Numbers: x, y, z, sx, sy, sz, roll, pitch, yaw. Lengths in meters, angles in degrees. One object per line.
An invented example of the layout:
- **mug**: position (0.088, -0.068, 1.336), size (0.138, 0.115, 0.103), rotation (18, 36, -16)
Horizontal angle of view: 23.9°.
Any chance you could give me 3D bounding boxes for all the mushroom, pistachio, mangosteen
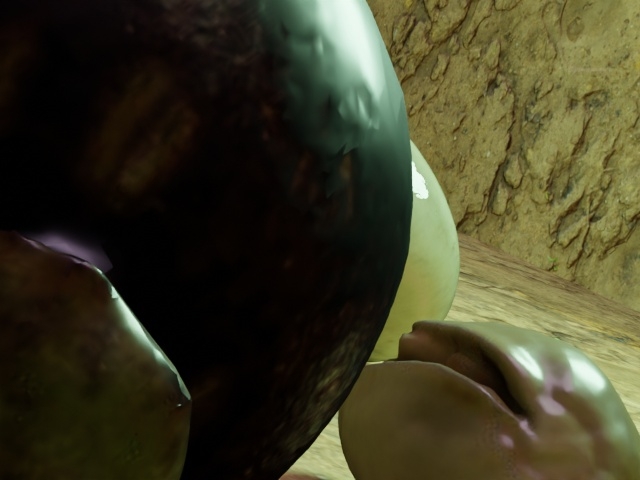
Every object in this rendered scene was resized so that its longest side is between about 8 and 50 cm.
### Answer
- **mushroom**: position (0.000, 0.000, 1.273), size (0.246, 0.202, 0.246), rotation (42, -21, 20)
- **pistachio**: position (0.087, 0.113, 0.816), size (0.144, 0.144, 0.215), rotation (18, 0, -24)
- **mangosteen**: position (-0.129, -0.006, 0.505), size (0.307, 0.307, 0.347), rotation (21, 33, 7)
